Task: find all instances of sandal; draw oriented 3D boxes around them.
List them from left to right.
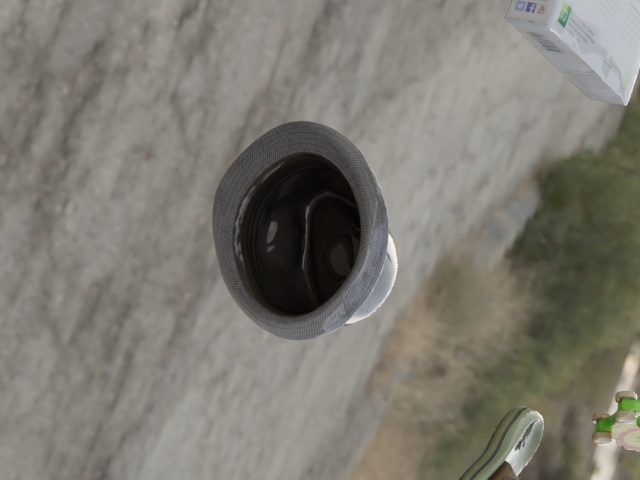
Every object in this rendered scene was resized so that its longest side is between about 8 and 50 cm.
[{"bbox_3d":[0.192,0.299,1.843,0.303,0.086,0.120,-50,158,-39],"label":"sandal"}]

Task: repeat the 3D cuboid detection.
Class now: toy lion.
[{"bbox_3d":[0.357,0.207,1.860,0.100,0.096,0.034,120,-21,-57],"label":"toy lion"}]

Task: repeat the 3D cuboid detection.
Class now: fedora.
[{"bbox_3d":[0.000,0.000,2.047,0.244,0.275,0.124,-45,144,17],"label":"fedora"}]

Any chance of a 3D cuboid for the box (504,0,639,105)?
[{"bbox_3d":[0.302,-0.326,1.699,0.232,0.058,0.322,30,79,-57],"label":"box"}]
